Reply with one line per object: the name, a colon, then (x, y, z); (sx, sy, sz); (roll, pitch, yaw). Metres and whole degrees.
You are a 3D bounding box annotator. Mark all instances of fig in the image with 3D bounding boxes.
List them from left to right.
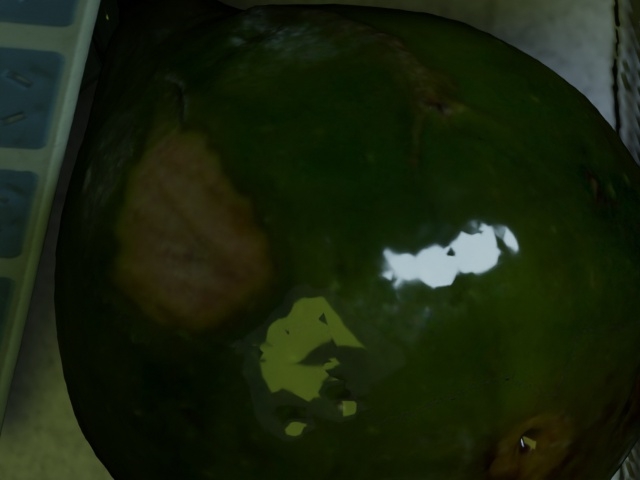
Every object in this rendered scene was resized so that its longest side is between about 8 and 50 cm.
fig: (0.000, 0.000, 0.633); (0.195, 0.195, 0.245); (-48, 53, 21)

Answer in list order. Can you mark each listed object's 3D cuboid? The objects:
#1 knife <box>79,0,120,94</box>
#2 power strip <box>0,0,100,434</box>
knife: (-0.074, -0.090, 0.699); (0.293, 0.020, 0.043); (-39, 92, 22)
power strip: (-0.135, -0.039, 0.626); (0.106, 0.043, 0.367); (4, 136, -16)
